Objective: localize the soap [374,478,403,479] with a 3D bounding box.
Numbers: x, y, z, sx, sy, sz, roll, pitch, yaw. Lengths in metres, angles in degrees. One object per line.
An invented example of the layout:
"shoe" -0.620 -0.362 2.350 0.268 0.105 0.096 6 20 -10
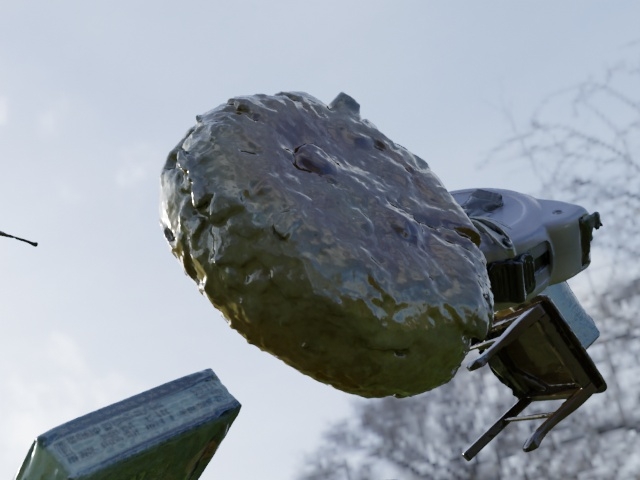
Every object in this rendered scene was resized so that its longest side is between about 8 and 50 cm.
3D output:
"soap" 0.006 0.357 1.153 0.115 0.306 0.427 17 -27 -29

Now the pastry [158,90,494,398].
"pastry" 0.000 0.000 1.235 0.330 0.329 0.136 10 -53 -37

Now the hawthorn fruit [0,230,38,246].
"hawthorn fruit" -0.250 -0.017 1.017 0.103 0.066 0.067 31 -46 -26

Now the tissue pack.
"tissue pack" -0.272 0.305 1.891 0.316 0.103 0.228 -18 -34 -49

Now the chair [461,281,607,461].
"chair" 0.300 0.145 1.949 0.319 0.160 0.186 -37 5 -29

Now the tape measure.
"tape measure" 0.163 0.002 1.487 0.196 0.105 0.178 12 32 36
